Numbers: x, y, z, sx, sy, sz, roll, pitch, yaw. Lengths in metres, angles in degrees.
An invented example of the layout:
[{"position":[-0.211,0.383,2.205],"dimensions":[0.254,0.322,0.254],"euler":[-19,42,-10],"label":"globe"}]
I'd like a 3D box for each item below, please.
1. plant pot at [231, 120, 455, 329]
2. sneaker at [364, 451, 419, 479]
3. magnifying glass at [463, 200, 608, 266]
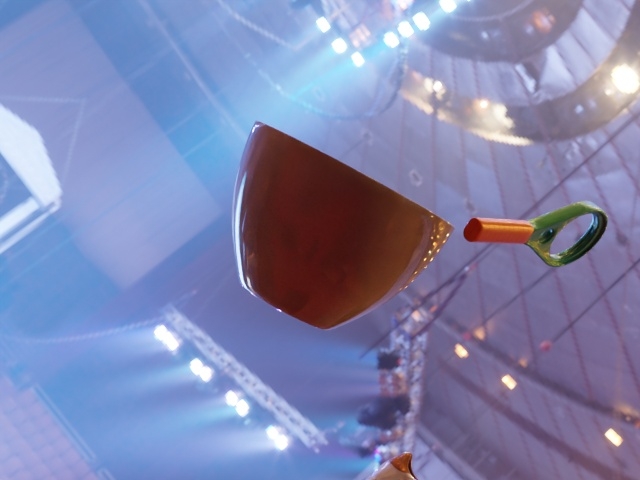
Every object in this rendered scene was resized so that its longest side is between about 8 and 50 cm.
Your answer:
[{"position":[0.000,0.000,1.188],"dimensions":[0.284,0.191,0.284],"euler":[28,2,-1],"label":"plant pot"},{"position":[0.202,0.461,1.514],"dimensions":[0.290,0.123,0.106],"euler":[46,-4,18],"label":"sneaker"},{"position":[0.253,-0.009,1.103],"dimensions":[0.026,0.231,0.092],"euler":[53,-53,35],"label":"magnifying glass"}]
